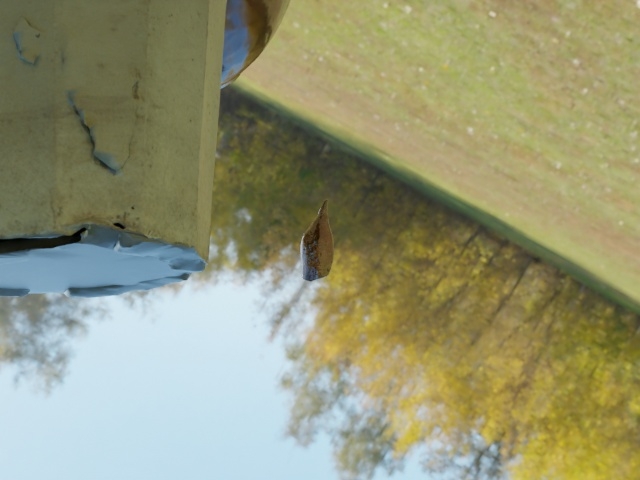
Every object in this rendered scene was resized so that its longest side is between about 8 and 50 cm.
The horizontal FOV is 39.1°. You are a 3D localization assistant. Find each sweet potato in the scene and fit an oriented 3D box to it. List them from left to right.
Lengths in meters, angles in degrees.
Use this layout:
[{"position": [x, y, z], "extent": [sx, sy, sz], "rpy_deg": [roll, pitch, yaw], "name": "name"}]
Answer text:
[{"position": [0.000, 0.000, 1.247], "extent": [0.049, 0.117, 0.049], "rpy_deg": [9, 177, 1], "name": "sweet potato"}]

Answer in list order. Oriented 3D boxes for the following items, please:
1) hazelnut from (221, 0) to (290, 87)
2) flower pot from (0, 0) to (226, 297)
[{"position": [-0.214, -0.323, 0.967], "extent": [0.421, 0.420, 0.353], "rpy_deg": [24, -166, -48], "name": "hazelnut"}, {"position": [-0.133, -0.082, 0.470], "extent": [0.212, 0.202, 0.212], "rpy_deg": [-3, 165, -1], "name": "flower pot"}]
